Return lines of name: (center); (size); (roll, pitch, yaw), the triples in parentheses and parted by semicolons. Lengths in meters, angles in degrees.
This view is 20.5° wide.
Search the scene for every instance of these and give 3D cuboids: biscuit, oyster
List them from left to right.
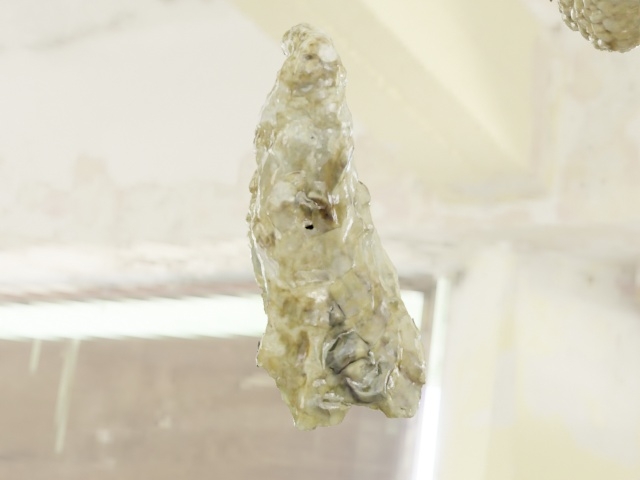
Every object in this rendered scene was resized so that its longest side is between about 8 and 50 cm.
oyster: (-0.001, 0.001, 0.876); (0.106, 0.199, 0.061); (-31, 9, -18)
biscuit: (0.193, -0.204, 1.195); (0.082, 0.070, 0.168); (-28, -46, -10)
